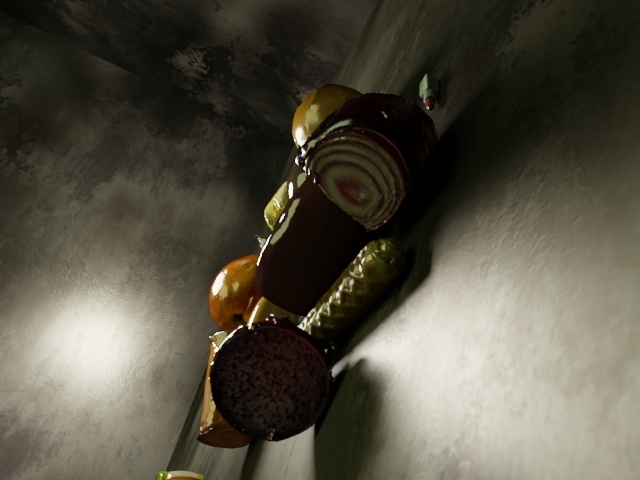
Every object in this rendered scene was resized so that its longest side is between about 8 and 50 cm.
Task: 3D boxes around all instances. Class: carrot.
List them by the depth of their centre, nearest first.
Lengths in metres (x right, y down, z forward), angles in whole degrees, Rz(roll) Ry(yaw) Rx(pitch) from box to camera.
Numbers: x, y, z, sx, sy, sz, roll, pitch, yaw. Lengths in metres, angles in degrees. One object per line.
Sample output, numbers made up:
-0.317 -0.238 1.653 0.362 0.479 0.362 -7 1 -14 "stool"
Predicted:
-0.219 0.385 1.406 0.196 0.196 0.254 125 159 -46 "carrot"

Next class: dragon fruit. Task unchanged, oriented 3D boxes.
-0.081 0.242 1.011 0.148 0.218 0.224 -15 -51 -84 "dragon fruit"

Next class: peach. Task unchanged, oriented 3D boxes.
-0.205 0.160 1.639 0.281 0.238 0.281 -58 8 13 "peach"

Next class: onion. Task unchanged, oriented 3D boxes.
0.106 -0.164 0.958 0.207 0.216 0.206 -40 10 44 "onion"

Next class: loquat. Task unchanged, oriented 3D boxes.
0.043 -0.294 1.438 0.235 0.235 0.235 -62 12 23 "loquat"

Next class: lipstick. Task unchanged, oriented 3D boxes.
0.222 -0.295 1.106 0.030 0.030 0.129 -57 14 39 "lipstick"

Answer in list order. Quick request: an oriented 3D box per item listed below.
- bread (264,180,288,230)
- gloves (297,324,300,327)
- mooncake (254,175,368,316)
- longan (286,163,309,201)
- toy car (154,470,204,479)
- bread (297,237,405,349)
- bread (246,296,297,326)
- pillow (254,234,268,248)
-0.074 -0.076 1.672 0.170 0.197 0.197 -58 12 8 "bread"
-0.079 0.256 1.199 0.164 0.124 0.203 -50 15 -14 "gloves"
-0.004 -0.014 1.149 0.334 0.174 0.326 -61 -2 -28 "mooncake"
0.011 -0.121 1.334 0.212 0.198 0.198 -43 25 47 "longan"
-0.446 0.848 1.668 0.235 0.145 0.235 -40 41 48 "toy car"
0.042 0.113 0.985 0.077 0.084 0.367 63 141 22 "bread"
-0.133 0.241 1.360 0.098 0.147 0.217 -19 29 21 "bread"
-0.121 0.038 1.682 0.059 0.169 0.255 -62 13 -5 "pillow"
